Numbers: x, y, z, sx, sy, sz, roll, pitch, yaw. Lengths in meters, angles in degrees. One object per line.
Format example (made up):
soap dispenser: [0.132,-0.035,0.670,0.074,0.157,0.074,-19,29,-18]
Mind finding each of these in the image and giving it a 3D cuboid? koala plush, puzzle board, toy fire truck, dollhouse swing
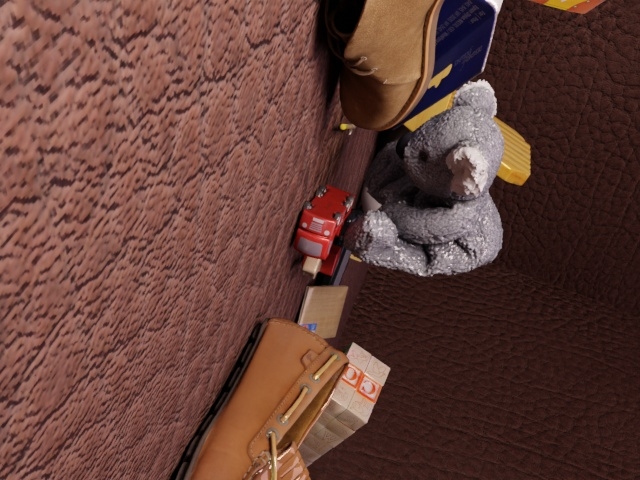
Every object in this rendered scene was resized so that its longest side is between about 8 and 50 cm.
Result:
koala plush: [0.162,-0.081,0.957,0.196,0.203,0.221,-70,178,-45]
puzzle board: [0.000,0.124,1.311,0.128,0.011,0.096,5,102,-57]
toy fire truck: [0.000,0.000,0.992,0.192,0.047,0.135,-55,164,-68]
dollhouse swing: [0.308,-0.326,1.457,0.347,0.305,0.315,-55,164,-64]

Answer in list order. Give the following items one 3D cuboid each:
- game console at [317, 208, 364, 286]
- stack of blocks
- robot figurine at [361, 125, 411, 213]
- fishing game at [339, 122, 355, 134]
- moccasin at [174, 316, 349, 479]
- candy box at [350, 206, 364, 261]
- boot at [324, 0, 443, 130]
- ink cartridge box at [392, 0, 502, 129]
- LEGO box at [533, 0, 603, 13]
game console: [0.007,0.110,1.430,0.213,0.044,0.361,-31,142,-80]
stack of blocks: [0.008,0.308,1.430,0.297,0.087,0.171,-49,-172,46]
robot figurine: [0.209,-0.138,1.658,0.300,0.200,0.353,69,35,-44]
fishing game: [0.082,-0.256,0.933,0.189,0.041,0.264,-40,150,-83]
moccasin: [-0.061,0.245,0.776,0.380,0.147,0.139,-62,170,-53]
candy box: [0.102,-0.023,1.790,0.187,0.053,0.109,-40,150,-75]
boot: [0.043,-0.190,0.688,0.115,0.112,0.305,-34,164,-22]
ink cartridge box: [0.163,-0.322,0.967,0.303,0.072,0.307,161,-49,-76]
LEGO box: [0.556,-0.699,1.318,0.500,0.193,0.372,-28,-113,54]
